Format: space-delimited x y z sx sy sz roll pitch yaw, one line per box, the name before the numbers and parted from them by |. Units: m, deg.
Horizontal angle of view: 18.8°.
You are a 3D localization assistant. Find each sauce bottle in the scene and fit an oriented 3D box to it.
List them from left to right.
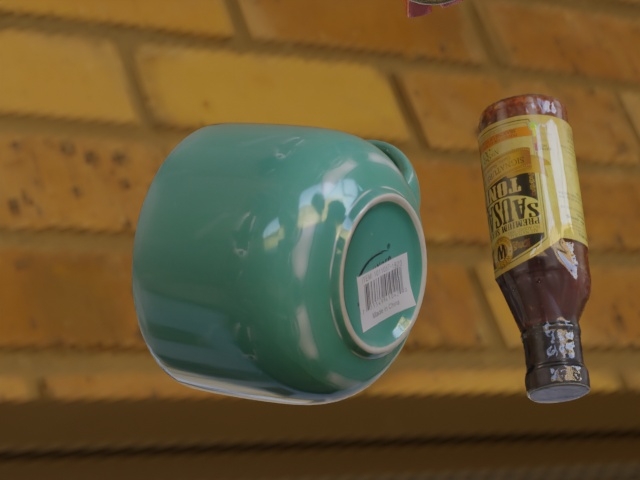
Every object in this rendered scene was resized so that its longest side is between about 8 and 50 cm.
sauce bottle | 0.091 0.003 0.804 0.042 0.128 0.042 -5 -24 -2

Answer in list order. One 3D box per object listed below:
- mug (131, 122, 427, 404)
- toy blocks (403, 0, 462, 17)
mug | -0.006 0.000 0.905 0.097 0.157 0.129 6 -24 35
toy blocks | 0.075 -0.155 0.936 0.123 0.054 0.148 -52 -13 -13
